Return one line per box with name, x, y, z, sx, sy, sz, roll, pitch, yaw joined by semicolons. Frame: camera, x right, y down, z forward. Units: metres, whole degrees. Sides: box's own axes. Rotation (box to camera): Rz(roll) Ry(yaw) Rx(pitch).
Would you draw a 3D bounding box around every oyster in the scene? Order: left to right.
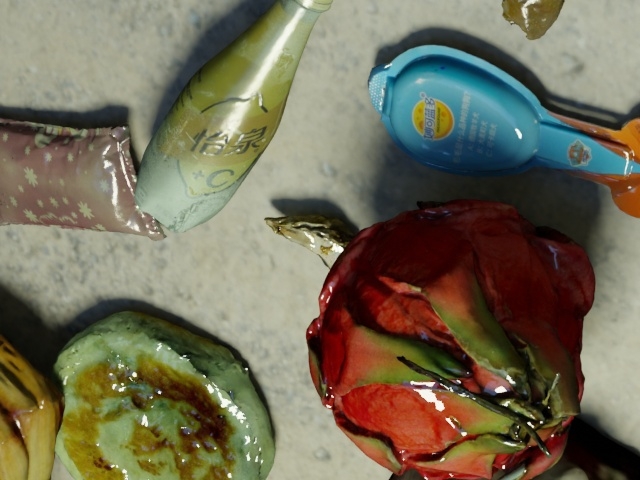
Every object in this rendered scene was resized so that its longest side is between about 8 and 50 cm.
oyster;0.001;-0.002;1.516;0.093;0.034;0.051;36;145;-9

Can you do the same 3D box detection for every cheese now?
cheese;0.153;-0.082;1.388;0.256;0.037;0.106;18;125;16

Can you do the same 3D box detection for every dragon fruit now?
dragon fruit;0.114;0.075;1.355;0.293;0.234;0.233;10;128;63

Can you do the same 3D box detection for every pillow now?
pillow;-0.228;-0.053;1.598;0.185;0.043;0.118;3;121;26

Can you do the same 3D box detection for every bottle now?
bottle;-0.062;-0.115;1.451;0.083;0.083;0.269;40;126;2

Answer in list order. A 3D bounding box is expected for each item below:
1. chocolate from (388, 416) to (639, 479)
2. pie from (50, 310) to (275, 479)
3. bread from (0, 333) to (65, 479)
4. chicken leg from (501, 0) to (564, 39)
chocolate;0.185;0.305;1.484;0.340;0.210;0.225;40;130;2
pie;-0.151;0.171;1.681;0.241;0.054;0.240;12;122;19
bread;-0.387;0.205;1.723;0.277;0.167;0.324;39;133;21
chicken leg;0.156;-0.226;1.286;0.085;0.069;0.198;19;131;19
